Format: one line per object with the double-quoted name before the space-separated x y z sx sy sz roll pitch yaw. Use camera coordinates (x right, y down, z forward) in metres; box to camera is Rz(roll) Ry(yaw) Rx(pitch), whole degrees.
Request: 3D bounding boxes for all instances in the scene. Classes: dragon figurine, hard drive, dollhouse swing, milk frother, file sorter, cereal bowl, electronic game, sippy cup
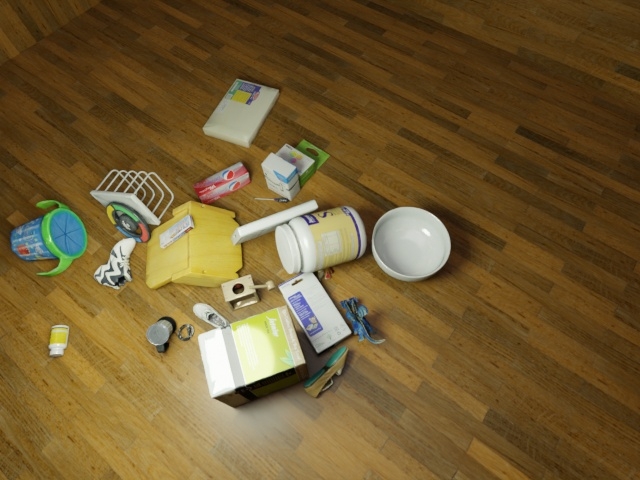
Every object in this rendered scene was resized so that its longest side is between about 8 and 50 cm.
"dragon figurine" 0.153 0.313 1.580 0.085 0.289 0.144 -23 103 -8
"hard drive" -0.205 -0.075 1.739 0.353 0.233 0.047 -22 88 -21
"dollhouse swing" -0.573 0.058 1.808 0.315 0.305 0.347 14 54 -39
"milk frother" -0.597 0.367 1.606 0.143 0.135 0.129 -22 95 -6
"file sorter" -0.851 -0.208 1.836 0.277 0.193 0.173 8 58 27
"cereal bowl" 0.385 0.030 1.751 0.338 0.141 0.339 -1 63 2
"electronic game" -0.859 -0.079 1.792 0.229 0.229 0.048 22 49 12
"sippy cup" -1.216 -0.009 1.780 0.224 0.240 0.305 -12 40 6

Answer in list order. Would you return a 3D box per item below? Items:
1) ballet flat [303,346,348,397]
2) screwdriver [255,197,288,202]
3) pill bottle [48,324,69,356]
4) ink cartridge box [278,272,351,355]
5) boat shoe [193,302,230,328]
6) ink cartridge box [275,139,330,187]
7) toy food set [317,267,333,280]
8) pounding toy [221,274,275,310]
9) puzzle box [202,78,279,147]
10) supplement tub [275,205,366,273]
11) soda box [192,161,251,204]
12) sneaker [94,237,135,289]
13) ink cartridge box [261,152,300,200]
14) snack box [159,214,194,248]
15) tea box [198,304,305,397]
"ballet flat" 0.036 0.514 1.562 0.232 0.080 0.073 -40 97 -15
"screwdriver" -0.239 -0.201 1.951 0.169 0.025 0.024 6 63 4
"pill bottle" -1.070 0.411 1.636 0.065 0.065 0.116 -9 63 -3
"ink cartridge box" -0.027 0.293 1.671 0.165 0.065 0.333 -28 67 -13
"boat shoe" -0.460 0.316 1.669 0.184 0.063 0.066 36 69 17
"ink cartridge box" -0.100 -0.417 2.018 0.188 0.097 0.255 34 69 17
"toy food set" 0.027 0.122 1.781 0.077 0.019 0.122 1 63 2
"pounding toy" -0.297 0.191 1.663 0.206 0.181 0.094 -18 64 -8
"puzzle box" -0.426 -0.706 2.200 0.272 0.052 0.409 19 65 11
"supplement tub" 0.000 0.000 1.689 0.331 0.241 0.241 -15 63 -21
"soda box" -0.478 -0.276 1.957 0.263 0.092 0.083 -30 67 -14
"sneaker" -0.863 0.111 1.769 0.153 0.094 0.235 29 67 14
"ink cartridge box" -0.184 -0.298 1.900 0.148 0.203 0.086 31 70 16
"snack box" -0.609 -0.037 1.691 0.178 0.022 0.064 -31 56 17
"tea box" -0.225 0.431 1.456 0.323 0.329 0.220 -17 63 -9
